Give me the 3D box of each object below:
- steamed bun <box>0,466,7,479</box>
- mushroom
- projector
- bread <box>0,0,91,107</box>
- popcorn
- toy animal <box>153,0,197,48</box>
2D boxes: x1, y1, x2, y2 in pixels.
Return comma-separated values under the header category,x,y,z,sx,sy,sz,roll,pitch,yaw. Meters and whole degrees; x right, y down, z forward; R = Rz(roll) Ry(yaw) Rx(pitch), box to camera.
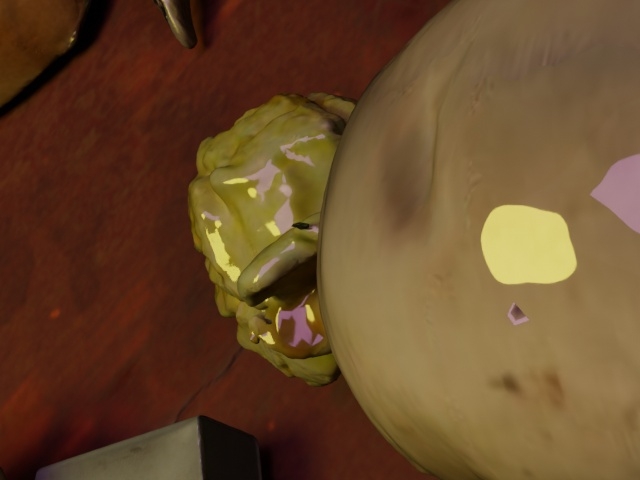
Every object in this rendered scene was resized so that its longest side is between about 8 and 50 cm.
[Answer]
category,x,y,z,sx,sy,sz,roll,pitch,yaw
steamed bun,-0.216,0.195,0.868,0.177,0.131,0.228,-177,102,-73
mushroom,0.180,0.005,0.526,0.356,0.315,0.315,31,92,27
projector,-0.080,0.171,0.824,0.115,0.061,0.147,-22,59,33
bread,-0.259,-0.165,1.071,0.252,0.133,0.174,-32,52,26
popcorn,0.000,0.000,0.786,0.136,0.162,0.141,25,130,13
toy animal,-0.108,-0.176,0.984,0.098,0.098,0.137,-2,92,39
